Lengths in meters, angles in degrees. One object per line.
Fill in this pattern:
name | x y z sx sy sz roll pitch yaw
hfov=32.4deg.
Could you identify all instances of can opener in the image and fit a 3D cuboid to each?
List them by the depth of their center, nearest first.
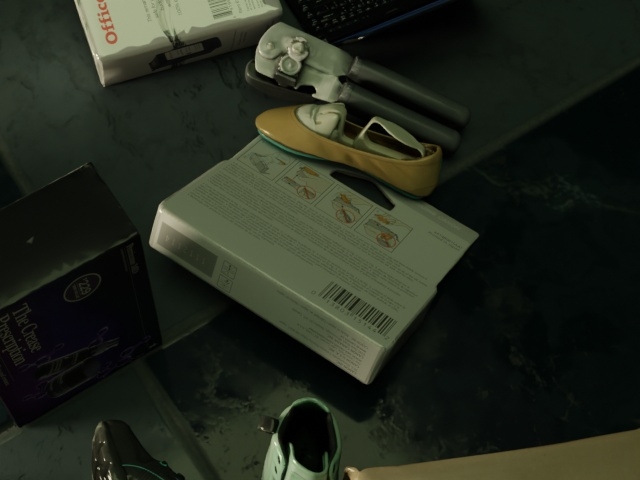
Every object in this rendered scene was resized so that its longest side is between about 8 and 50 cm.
can opener | 0.047 -0.184 1.358 0.280 0.093 0.074 22 73 0

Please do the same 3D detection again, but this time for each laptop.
laptop | 0.084 -0.351 1.415 0.234 0.137 0.264 -24 66 -15

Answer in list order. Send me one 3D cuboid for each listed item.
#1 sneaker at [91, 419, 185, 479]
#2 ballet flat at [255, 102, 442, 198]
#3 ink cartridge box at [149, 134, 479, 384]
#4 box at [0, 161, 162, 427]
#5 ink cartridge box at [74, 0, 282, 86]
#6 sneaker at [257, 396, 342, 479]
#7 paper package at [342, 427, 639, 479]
sneaker | -0.150 0.281 1.084 0.106 0.101 0.267 -11 46 -27
ballet flat | 0.038 -0.126 1.316 0.232 0.073 0.080 21 36 1
ink cartridge box | 0.000 0.000 1.265 0.296 0.066 0.261 32 40 13
box | -0.269 0.063 1.105 0.184 0.261 0.103 -33 68 -18
ink cartridge box | -0.189 -0.313 1.378 0.237 0.100 0.172 -18 82 -12
sneaker | -0.032 0.278 1.065 0.094 0.151 0.256 6 63 -2
paper package | 0.195 0.364 1.022 0.309 0.168 0.325 -7 62 -6
